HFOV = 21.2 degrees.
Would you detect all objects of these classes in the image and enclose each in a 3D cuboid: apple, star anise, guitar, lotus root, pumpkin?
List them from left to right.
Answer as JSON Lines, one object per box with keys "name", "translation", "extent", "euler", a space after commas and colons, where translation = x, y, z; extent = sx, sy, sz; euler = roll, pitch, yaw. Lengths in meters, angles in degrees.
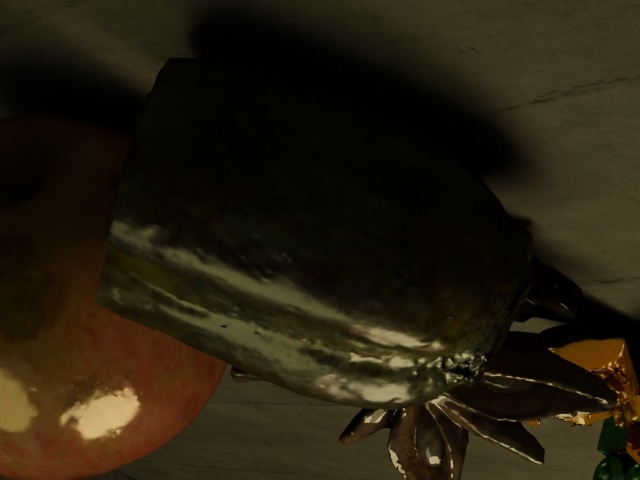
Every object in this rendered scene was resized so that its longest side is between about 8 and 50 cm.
{"name": "apple", "translation": [-0.263, 0.047, 1.654], "extent": [0.364, 0.364, 0.364], "euler": [22, 161, 8]}
{"name": "lotus root", "translation": [0.000, 0.000, 1.378], "extent": [0.346, 0.250, 0.250], "euler": [23, 161, 2]}
{"name": "star anise", "translation": [0.091, 0.106, 1.569], "extent": [0.292, 0.109, 0.349], "euler": [51, 123, 8]}
{"name": "guitar", "translation": [0.162, 0.056, 1.642], "extent": [0.088, 0.025, 0.233], "euler": [32, 161, -17]}
{"name": "pumpkin", "translation": [0.271, 0.135, 1.594], "extent": [0.183, 0.107, 0.119], "euler": [24, 140, 28]}

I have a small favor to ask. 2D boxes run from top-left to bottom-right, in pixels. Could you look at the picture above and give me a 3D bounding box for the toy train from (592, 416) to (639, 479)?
{"name": "toy train", "translation": [0.360, 0.206, 1.659], "extent": [0.085, 0.119, 0.251], "euler": [25, 162, -24]}
